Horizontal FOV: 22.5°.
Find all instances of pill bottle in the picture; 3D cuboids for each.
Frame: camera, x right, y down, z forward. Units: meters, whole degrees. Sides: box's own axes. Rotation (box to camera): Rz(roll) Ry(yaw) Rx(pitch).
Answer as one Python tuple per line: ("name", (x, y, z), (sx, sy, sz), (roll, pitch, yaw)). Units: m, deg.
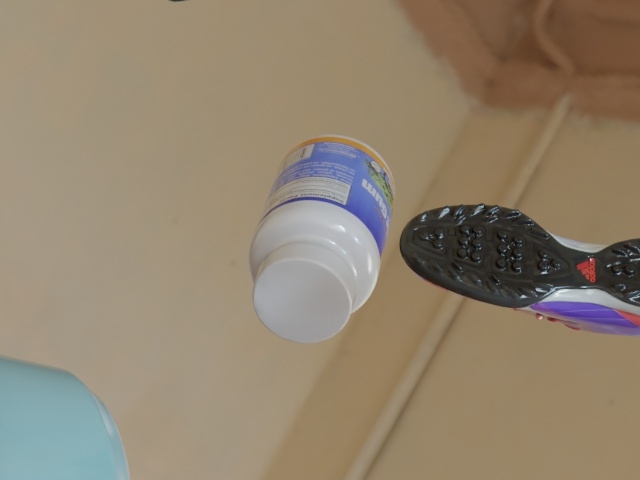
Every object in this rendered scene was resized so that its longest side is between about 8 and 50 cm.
("pill bottle", (0.000, 0.000, 1.870), (0.152, 0.272, 0.152), (4, -59, 7))

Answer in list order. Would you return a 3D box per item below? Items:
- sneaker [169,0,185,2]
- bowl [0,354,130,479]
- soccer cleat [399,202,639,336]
("sneaker", (-0.109, -0.246, 1.524), (0.037, 0.083, 0.032), (-112, -175, -70))
("bowl", (-0.285, 0.239, 1.520), (0.163, 0.312, 0.311), (-5, 1, -29))
("soccer cleat", (0.230, 0.043, 1.603), (0.318, 0.109, 0.116), (8, -31, -5))
